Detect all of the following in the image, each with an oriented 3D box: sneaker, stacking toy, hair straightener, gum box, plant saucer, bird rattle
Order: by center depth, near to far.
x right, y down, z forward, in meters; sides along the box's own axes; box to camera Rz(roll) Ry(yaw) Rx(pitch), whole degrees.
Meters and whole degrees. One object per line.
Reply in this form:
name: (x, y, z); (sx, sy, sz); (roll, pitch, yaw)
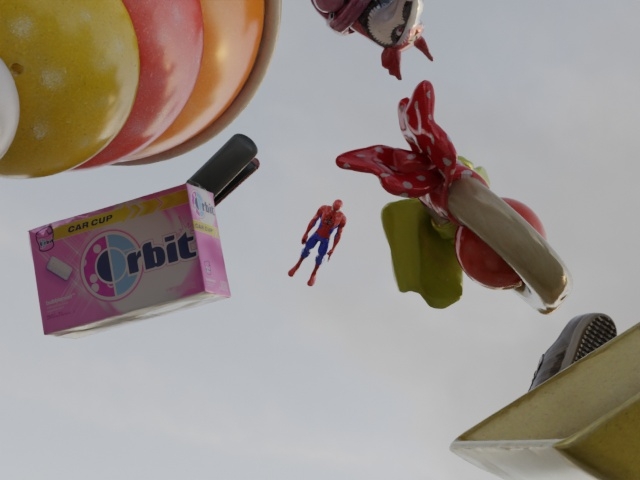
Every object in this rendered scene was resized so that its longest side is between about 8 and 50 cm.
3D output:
plant saucer: (0.282, 0.098, 1.092); (0.081, 0.333, 0.333); (59, -11, 2)
stacking toy: (-0.240, -0.166, 1.249); (0.351, 0.480, 0.350); (3, -68, 8)
bird rattle: (0.137, -0.025, 1.284); (0.207, 0.143, 0.253); (39, -14, 20)
gum box: (-0.191, 0.024, 1.438); (0.188, 0.107, 0.062); (-16, -13, 18)
sneaker: (0.270, 0.165, 1.676); (0.066, 0.188, 0.071); (40, -17, -13)
hair straightener: (-0.166, -0.051, 1.749); (0.047, 0.230, 0.089); (47, -17, 17)

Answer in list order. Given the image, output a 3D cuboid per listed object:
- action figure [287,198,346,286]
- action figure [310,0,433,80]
action figure: (0.000, 0.000, 1.562); (0.038, 0.030, 0.115); (29, -54, 5)
action figure: (-0.006, -0.322, 1.493); (0.276, 0.248, 0.370); (-25, -96, 28)
